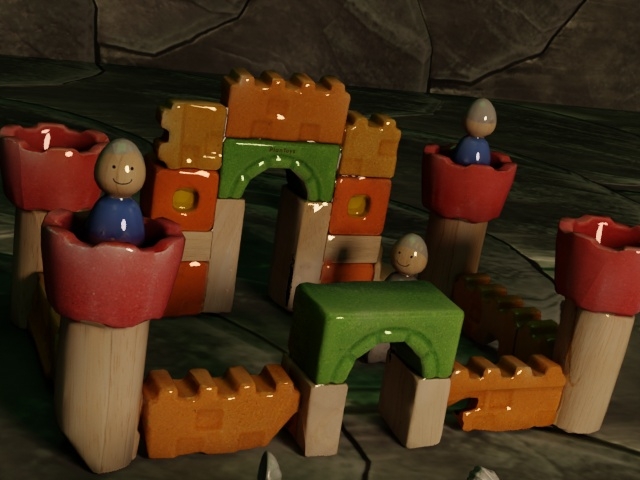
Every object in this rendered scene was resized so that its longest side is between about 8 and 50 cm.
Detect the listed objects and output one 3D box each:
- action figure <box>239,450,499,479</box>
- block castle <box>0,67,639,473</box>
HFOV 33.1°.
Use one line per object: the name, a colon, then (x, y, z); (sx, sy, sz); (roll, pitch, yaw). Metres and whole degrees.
action figure: (0.072, 0.157, 0.565); (0.232, 0.137, 0.063); (13, 60, -16)
block castle: (0.000, 0.000, 0.817); (0.454, 0.212, 0.303); (0, 20, -24)
